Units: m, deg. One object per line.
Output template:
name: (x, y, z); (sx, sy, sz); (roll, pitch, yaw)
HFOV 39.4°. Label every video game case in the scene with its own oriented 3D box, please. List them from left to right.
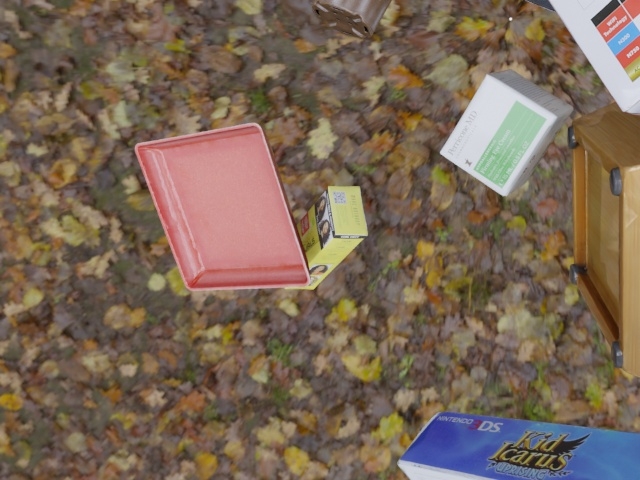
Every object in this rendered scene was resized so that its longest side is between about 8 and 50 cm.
video game case: (0.210, 0.224, 0.583); (0.061, 0.269, 0.244); (-44, 107, -26)

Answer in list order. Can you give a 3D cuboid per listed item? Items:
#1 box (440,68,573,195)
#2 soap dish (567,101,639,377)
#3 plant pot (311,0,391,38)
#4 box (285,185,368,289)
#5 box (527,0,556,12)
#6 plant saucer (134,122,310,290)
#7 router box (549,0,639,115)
box: (0.199, -0.117, 0.953); (0.087, 0.102, 0.101); (36, 115, 15)
soap dish: (0.319, -0.009, 0.865); (0.118, 0.291, 0.229); (-4, 107, 6)
plant pot: (0.072, -0.475, 1.651); (0.167, 0.167, 0.165); (24, 85, 5)
box: (0.000, 0.000, 1.435); (0.058, 0.232, 0.087); (1, 67, -23)
box: (0.307, -0.542, 1.190); (0.293, 0.212, 0.395); (25, 69, 13)
plant saucer: (-0.142, -0.050, 1.377); (0.259, 0.047, 0.258); (-4, 112, 37)
router box: (0.234, -0.287, 0.484); (0.335, 0.082, 0.301); (-42, 66, 39)
